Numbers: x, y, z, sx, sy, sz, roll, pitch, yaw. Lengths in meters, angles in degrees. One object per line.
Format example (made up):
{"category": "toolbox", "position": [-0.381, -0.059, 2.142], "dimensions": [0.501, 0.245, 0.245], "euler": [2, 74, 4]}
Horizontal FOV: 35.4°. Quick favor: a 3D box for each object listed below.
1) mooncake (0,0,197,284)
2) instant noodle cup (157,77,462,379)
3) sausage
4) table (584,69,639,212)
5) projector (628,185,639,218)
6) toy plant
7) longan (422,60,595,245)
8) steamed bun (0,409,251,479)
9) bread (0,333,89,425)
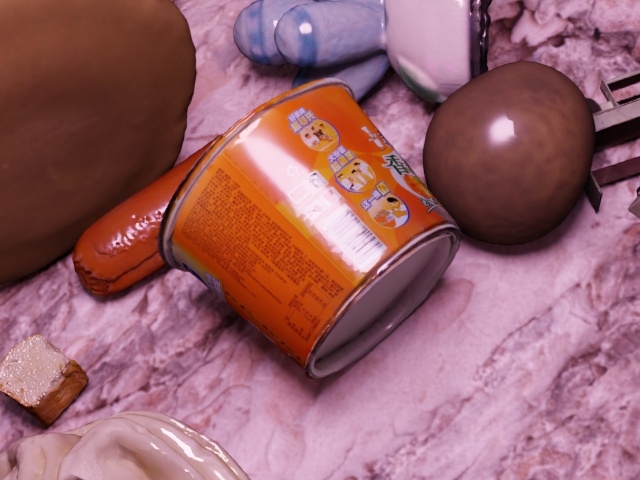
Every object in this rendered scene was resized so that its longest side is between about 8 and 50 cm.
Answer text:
{"category": "mooncake", "position": [-0.385, -0.173, 1.161], "dimensions": [0.467, 0.467, 0.262], "euler": [-34, 59, -10]}
{"category": "instant noodle cup", "position": [0.000, 0.000, 1.103], "dimensions": [0.296, 0.296, 0.214], "euler": [-39, 71, -13]}
{"category": "sausage", "position": [-0.162, -0.048, 1.250], "dimensions": [0.330, 0.102, 0.102], "euler": [-35, 61, -11]}
{"category": "table", "position": [0.372, -0.138, 1.231], "dimensions": [0.146, 0.062, 0.175], "euler": [-19, 63, -1]}
{"category": "projector", "position": [0.485, -0.042, 1.075], "dimensions": [0.242, 0.163, 0.177], "euler": [40, 82, 10]}
{"category": "toy plant", "position": [0.049, -0.278, 1.274], "dimensions": [0.332, 0.247, 0.247], "euler": [-1, 61, 12]}
{"category": "longan", "position": [0.217, -0.099, 1.149], "dimensions": [0.198, 0.198, 0.212], "euler": [48, 111, 28]}
{"category": "steamed bun", "position": [-0.180, 0.328, 0.897], "dimensions": [0.394, 0.237, 0.347], "euler": [-31, 93, -38]}
{"category": "bread", "position": [-0.325, 0.162, 1.172], "dimensions": [0.076, 0.070, 0.083], "euler": [31, 69, 23]}
